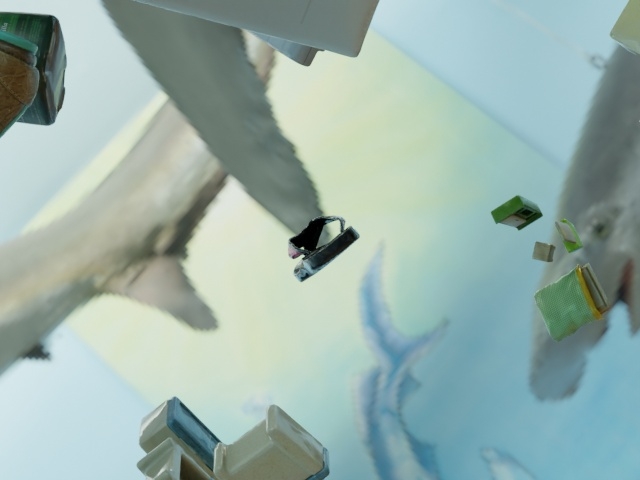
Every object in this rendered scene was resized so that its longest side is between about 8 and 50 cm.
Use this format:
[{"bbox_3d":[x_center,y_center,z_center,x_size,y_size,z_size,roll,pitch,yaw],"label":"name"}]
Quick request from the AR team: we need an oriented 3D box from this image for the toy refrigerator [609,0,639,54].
[{"bbox_3d":[0.355,-0.268,1.282,0.269,0.094,0.102,-60,-19,11],"label":"toy refrigerator"}]

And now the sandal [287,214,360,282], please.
[{"bbox_3d":[0.000,0.000,1.299,0.067,0.040,0.179,-40,-1,-6],"label":"sandal"}]

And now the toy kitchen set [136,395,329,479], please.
[{"bbox_3d":[-0.062,0.198,1.315,0.166,0.122,0.207,-38,19,11],"label":"toy kitchen set"}]

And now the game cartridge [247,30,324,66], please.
[{"bbox_3d":[-0.051,-0.365,1.995,0.062,0.297,0.198,15,-75,-37],"label":"game cartridge"}]

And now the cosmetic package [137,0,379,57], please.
[{"bbox_3d":[-0.100,-0.421,1.292,0.327,0.394,0.329,-87,15,-44],"label":"cosmetic package"}]

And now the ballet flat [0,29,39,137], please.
[{"bbox_3d":[-0.383,-0.153,1.133,0.116,0.342,0.124,-124,57,-88],"label":"ballet flat"}]

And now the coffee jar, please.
[{"bbox_3d":[-0.308,-0.150,1.251,0.096,0.184,0.079,97,178,-62],"label":"coffee jar"}]

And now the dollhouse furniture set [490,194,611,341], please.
[{"bbox_3d":[0.241,0.026,1.596,0.076,0.151,0.058,-32,-22,24],"label":"dollhouse furniture set"}]
